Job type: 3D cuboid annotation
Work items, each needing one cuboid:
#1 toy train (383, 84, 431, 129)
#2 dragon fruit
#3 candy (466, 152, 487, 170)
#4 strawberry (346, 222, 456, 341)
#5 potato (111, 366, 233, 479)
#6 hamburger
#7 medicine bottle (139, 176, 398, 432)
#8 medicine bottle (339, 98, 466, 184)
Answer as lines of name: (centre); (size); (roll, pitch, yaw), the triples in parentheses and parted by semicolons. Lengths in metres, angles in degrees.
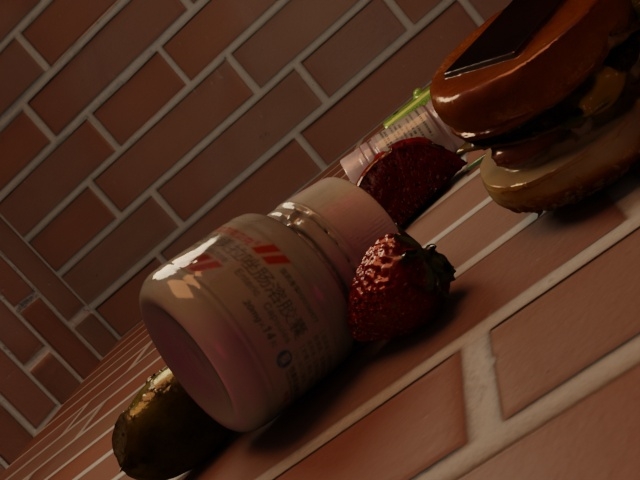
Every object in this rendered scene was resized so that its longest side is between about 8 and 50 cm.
toy train: (0.264, -0.282, 1.866); (0.253, 0.157, 0.105); (-37, 11, 19)
dragon fruit: (0.133, -0.098, 1.625); (0.262, 0.134, 0.211); (-43, 0, -9)
candy: (0.337, -0.185, 1.363); (0.084, 0.078, 0.288); (-10, -17, -38)
strawberry: (0.094, 0.060, 1.030); (0.148, 0.131, 0.131); (-35, 10, 44)
potato: (-0.203, 0.260, 1.229); (0.251, 0.149, 0.113); (-40, 16, -30)
hamburger: (0.288, -0.174, 0.998); (0.291, 0.225, 0.291); (-38, 17, 14)
medicine bottle: (-0.056, 0.078, 1.139); (0.325, 0.256, 0.256); (-34, 5, -25)
medicine bottle: (0.178, -0.188, 1.772); (0.250, 0.133, 0.133); (-34, 10, 8)
